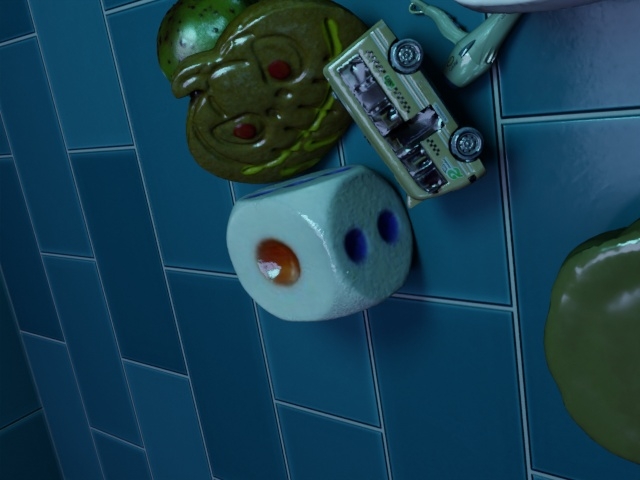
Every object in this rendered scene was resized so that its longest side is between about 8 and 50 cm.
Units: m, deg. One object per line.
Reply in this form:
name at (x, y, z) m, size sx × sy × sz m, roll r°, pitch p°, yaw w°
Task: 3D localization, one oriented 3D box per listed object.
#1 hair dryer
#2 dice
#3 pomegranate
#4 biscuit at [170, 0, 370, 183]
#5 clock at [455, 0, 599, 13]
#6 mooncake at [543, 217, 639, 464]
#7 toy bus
hair dryer at (0.234, -0.360, 1.047) m, size 0.167 × 0.067 × 0.199 m, roll -34°, pitch 70°, yaw 34°
dice at (0.000, 0.000, 1.245) m, size 0.259 × 0.251 × 0.243 m, roll -9°, pitch 103°, yaw 42°
pomegranate at (-0.179, -0.350, 1.261) m, size 0.286 × 0.231 × 0.231 m, roll 48°, pitch 131°, yaw 16°
biscuit at (-0.087, -0.248, 1.167) m, size 0.394 × 0.351 × 0.070 m, roll -61°, pitch 37°, yaw 42°
clock at (0.256, -0.467, 0.778) m, size 0.368 × 0.251 × 0.376 m, roll 20°, pitch 132°, yaw 48°
mooncake at (0.511, 0.129, 0.911) m, size 0.379 × 0.201 × 0.378 m, roll 14°, pitch 117°, yaw 31°
toy bus at (0.137, -0.198, 1.062) m, size 0.157 × 0.139 × 0.289 m, roll -34°, pitch 99°, yaw 14°
